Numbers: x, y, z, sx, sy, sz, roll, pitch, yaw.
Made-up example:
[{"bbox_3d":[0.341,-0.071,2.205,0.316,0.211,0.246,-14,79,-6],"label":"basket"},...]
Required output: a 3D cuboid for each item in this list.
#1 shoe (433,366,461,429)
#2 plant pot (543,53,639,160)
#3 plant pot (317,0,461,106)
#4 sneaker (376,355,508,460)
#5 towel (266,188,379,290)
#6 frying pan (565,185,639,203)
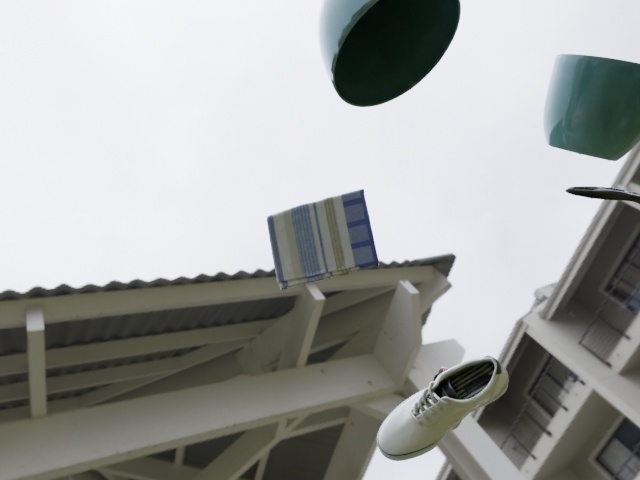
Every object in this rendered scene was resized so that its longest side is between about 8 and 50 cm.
[{"bbox_3d":[0.280,0.347,1.082,0.081,0.063,0.178,13,-55,1],"label":"shoe"},{"bbox_3d":[0.742,-0.348,1.319,0.293,0.293,0.235,1,-68,-33],"label":"plant pot"},{"bbox_3d":[0.107,-0.452,1.008,0.290,0.195,0.290,-25,-25,-13],"label":"plant pot"},{"bbox_3d":[0.198,0.275,0.834,0.258,0.094,0.091,-36,-45,-1],"label":"sneaker"},{"bbox_3d":[0.000,0.000,1.268,0.285,0.209,0.034,-15,-9,19],"label":"towel"},{"bbox_3d":[0.592,-0.047,0.775,0.326,0.197,0.053,-5,-68,0],"label":"frying pan"}]
